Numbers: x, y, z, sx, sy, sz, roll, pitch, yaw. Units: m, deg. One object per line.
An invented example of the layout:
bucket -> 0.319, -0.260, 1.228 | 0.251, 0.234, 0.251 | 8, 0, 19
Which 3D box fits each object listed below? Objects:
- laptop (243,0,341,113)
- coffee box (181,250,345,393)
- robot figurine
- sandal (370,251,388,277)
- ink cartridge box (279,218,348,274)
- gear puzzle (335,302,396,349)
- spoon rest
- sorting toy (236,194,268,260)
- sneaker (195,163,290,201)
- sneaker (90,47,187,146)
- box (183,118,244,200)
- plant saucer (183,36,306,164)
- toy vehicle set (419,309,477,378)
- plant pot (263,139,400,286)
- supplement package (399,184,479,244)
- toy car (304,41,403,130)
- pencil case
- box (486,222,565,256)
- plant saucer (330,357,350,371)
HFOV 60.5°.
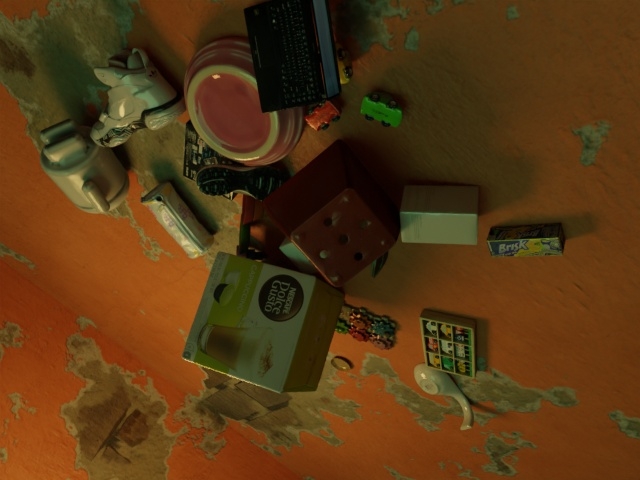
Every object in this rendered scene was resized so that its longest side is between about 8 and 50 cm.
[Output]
laptop -> -0.064, -0.395, 1.131 | 0.264, 0.136, 0.234 | -3, 103, 28
coffee box -> -0.157, 0.260, 1.702 | 0.334, 0.337, 0.338 | 14, 170, 20
robot figurine -> -0.741, -0.220, 1.747 | 0.353, 0.200, 0.300 | 75, 170, -58
sandal -> 0.154, 0.028, 1.568 | 0.049, 0.072, 0.180 | 25, 142, 33
ink cartridge box -> 0.000, 0.000, 1.586 | 0.176, 0.128, 0.127 | -21, 118, 44
gear puzzle -> 0.092, 0.286, 1.897 | 0.339, 0.044, 0.175 | 18, 140, 16
spoon rest -> 0.438, 0.534, 1.929 | 0.276, 0.084, 0.137 | 50, 138, -1
sorting toy -> -0.191, -0.033, 1.724 | 0.126, 0.127, 0.365 | 3, 145, -12
sneaker -> -0.212, -0.172, 1.519 | 0.272, 0.108, 0.100 | 5, 109, -22
sneaker -> -0.549, -0.397, 1.521 | 0.366, 0.137, 0.210 | -9, 125, 33
box -> -0.310, -0.236, 1.597 | 0.175, 0.051, 0.220 | 27, 141, 5
plant saucer -> -0.203, -0.327, 1.365 | 0.332, 0.084, 0.332 | 13, 129, 16
toy vehicle set -> 0.411, 0.333, 1.748 | 0.166, 0.035, 0.266 | 8, 136, 26
plant pot -> 0.042, -0.043, 1.337 | 0.267, 0.235, 0.267 | -38, 111, 10
supplement package -> 0.289, -0.062, 1.326 | 0.179, 0.105, 0.105 | 3, 135, 16
toy car -> 0.086, -0.324, 1.246 | 0.225, 0.053, 0.239 | 24, 141, 8
pencil case -> -0.471, -0.068, 1.830 | 0.124, 0.113, 0.273 | 15, 145, 54
box -> 0.494, 0.001, 1.325 | 0.169, 0.054, 0.059 | -3, 130, 36
plant saucer -> 0.080, 0.480, 2.136 | 0.083, 0.015, 0.083 | 17, 139, 16
